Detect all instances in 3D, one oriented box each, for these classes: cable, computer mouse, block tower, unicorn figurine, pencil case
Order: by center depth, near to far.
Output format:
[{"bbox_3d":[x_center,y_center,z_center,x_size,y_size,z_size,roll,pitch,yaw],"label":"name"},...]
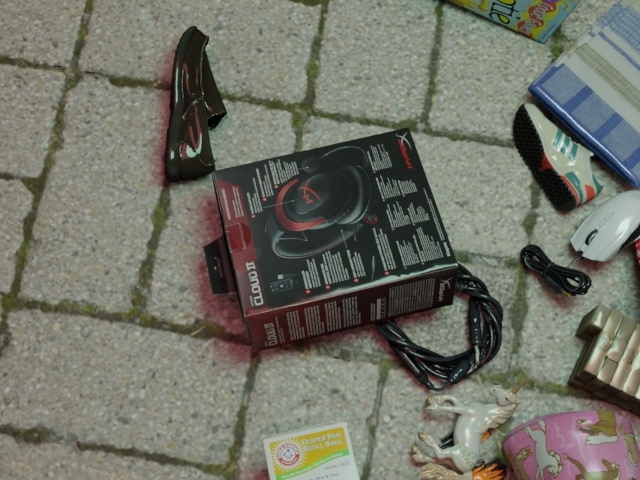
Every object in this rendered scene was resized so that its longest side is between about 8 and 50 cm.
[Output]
[{"bbox_3d":[0.318,0.385,1.073,0.160,0.167,0.386,-18,57,13],"label":"pencil case"},{"bbox_3d":[0.473,0.200,1.205,0.335,0.091,0.097,27,75,8],"label":"block tower"},{"bbox_3d":[0.181,0.230,1.207,0.111,0.060,0.162,17,84,7],"label":"unicorn figurine"},{"bbox_3d":[0.148,0.092,1.253,0.150,0.047,0.184,-36,77,-8],"label":"cable"},{"bbox_3d":[0.362,-0.010,1.259,0.193,0.042,0.106,-38,43,-6],"label":"computer mouse"}]

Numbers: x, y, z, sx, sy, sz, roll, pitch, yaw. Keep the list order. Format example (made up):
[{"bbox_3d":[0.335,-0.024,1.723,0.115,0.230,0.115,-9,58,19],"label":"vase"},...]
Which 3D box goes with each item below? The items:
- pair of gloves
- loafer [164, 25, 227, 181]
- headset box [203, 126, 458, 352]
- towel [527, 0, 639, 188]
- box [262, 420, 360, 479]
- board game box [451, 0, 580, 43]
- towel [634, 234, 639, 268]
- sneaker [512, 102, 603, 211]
[{"bbox_3d":[0.191,0.276,1.222,0.074,0.010,0.083,-23,75,-7],"label":"pair of gloves"},{"bbox_3d":[-0.166,-0.182,1.318,0.078,0.080,0.220,5,79,-9],"label":"loafer"},{"bbox_3d":[0.000,0.000,1.221,0.293,0.110,0.218,-14,59,-5],"label":"headset box"},{"bbox_3d":[0.448,-0.227,1.340,0.285,0.034,0.209,-42,79,-17],"label":"towel"},{"bbox_3d":[0.003,0.330,1.131,0.103,0.114,0.203,-12,62,-4],"label":"box"},{"bbox_3d":[0.229,-0.411,1.329,0.275,0.142,0.144,24,74,-2],"label":"board game box"},{"bbox_3d":[0.503,0.077,1.209,0.198,0.031,0.275,6,49,-4],"label":"towel"},{"bbox_3d":[0.325,-0.119,1.318,0.075,0.057,0.161,-20,73,-24],"label":"sneaker"}]
